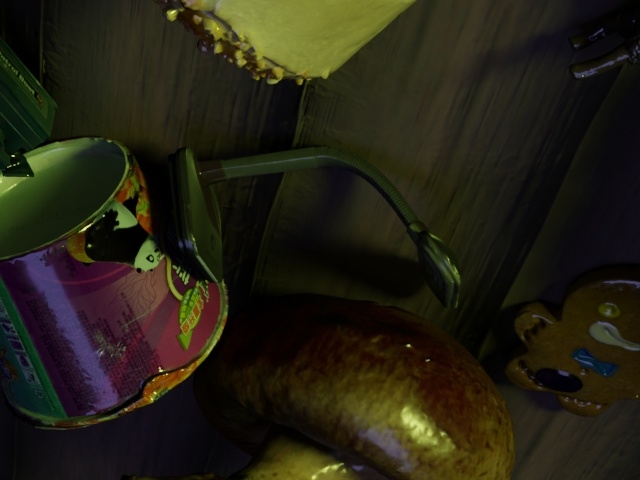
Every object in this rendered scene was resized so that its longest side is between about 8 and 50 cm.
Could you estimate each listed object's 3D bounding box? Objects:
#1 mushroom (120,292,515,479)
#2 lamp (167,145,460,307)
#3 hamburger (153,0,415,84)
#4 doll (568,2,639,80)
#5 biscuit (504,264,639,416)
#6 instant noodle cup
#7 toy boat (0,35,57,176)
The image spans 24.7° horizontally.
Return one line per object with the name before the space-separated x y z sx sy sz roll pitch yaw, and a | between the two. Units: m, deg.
mushroom | 0.020 0.214 1.430 0.331 0.356 0.334 -8 142 27
lamp | 0.003 -0.006 1.401 0.283 0.124 0.203 5 160 10
hamburger | -0.049 -0.248 0.981 0.170 0.302 0.302 -21 128 25
doll | 0.270 -0.188 1.109 0.165 0.057 0.139 2 136 12
biscuit | 0.283 0.103 1.463 0.180 0.039 0.236 26 138 -8
instant noodle cup | -0.236 0.029 1.419 0.251 0.251 0.190 -5 128 25
toy boat | -0.349 -0.176 1.294 0.114 0.122 0.296 -22 141 11
